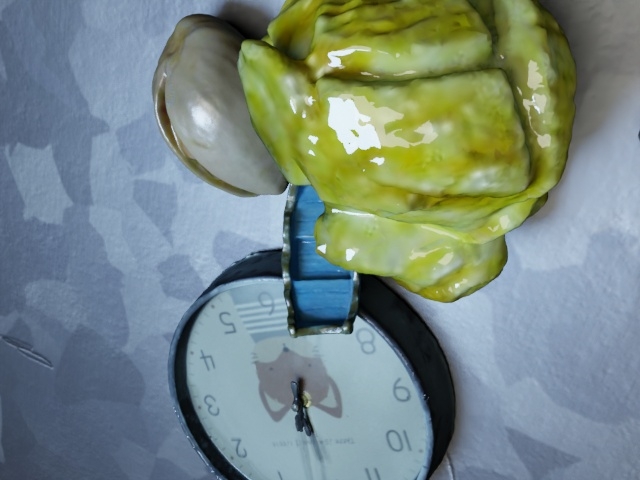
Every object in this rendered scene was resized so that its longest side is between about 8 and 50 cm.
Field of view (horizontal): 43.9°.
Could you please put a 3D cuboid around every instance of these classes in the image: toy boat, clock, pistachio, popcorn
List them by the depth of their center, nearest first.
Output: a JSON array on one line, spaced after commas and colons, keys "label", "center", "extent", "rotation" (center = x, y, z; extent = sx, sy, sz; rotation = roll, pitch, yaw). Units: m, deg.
[{"label": "popcorn", "center": [0.068, -0.090, 0.630], "extent": [0.225, 0.276, 0.276], "rotation": [-24, 101, -5]}, {"label": "toy boat", "center": [0.000, 0.000, 0.740], "extent": [0.075, 0.077, 0.186], "rotation": [-1, 72, 5]}, {"label": "pistachio", "center": [-0.089, -0.121, 0.754], "extent": [0.124, 0.124, 0.185], "rotation": [-15, 120, 30]}, {"label": "clock", "center": [-0.019, 0.169, 0.864], "extent": [0.325, 0.067, 0.325], "rotation": [10, 114, 22]}]

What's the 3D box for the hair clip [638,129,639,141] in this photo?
[{"label": "hair clip", "center": [0.351, -0.050, 0.600], "extent": [0.214, 0.056, 0.062], "rotation": [31, 138, 21]}]
